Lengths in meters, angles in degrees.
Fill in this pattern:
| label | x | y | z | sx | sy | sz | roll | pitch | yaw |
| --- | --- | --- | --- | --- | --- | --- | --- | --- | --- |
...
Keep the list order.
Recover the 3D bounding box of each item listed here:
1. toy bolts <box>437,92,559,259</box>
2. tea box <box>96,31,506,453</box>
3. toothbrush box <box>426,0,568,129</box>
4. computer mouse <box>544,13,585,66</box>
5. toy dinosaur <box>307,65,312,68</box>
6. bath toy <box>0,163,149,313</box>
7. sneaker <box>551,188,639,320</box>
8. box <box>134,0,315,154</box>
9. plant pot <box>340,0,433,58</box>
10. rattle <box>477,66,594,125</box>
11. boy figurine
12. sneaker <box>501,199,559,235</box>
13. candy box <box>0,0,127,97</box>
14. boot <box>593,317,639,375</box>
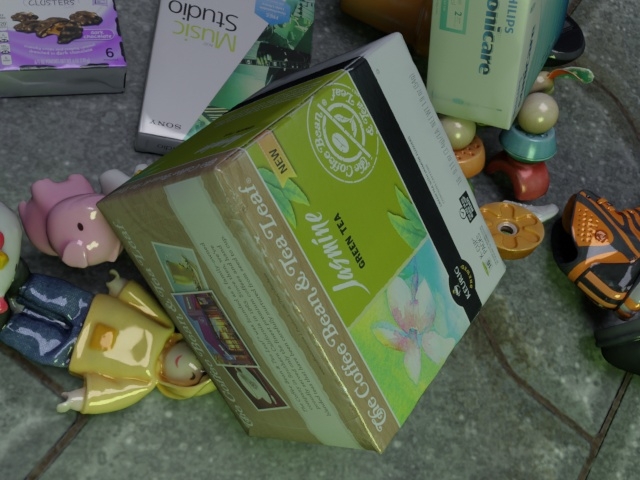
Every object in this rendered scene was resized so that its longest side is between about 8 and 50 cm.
| label | x | y | z | sx | sy | sz | roll | pitch | yaw |
| --- | --- | --- | --- | --- | --- | --- | --- | --- | --- |
| toy bolts | 0.271 | -0.111 | 1.047 | 0.228 | 0.158 | 0.218 | -26 | 52 | -28 |
| tea box | 0.000 | 0.000 | 0.816 | 0.323 | 0.220 | 0.329 | -45 | 115 | -38 |
| toothbrush box | 0.256 | -0.326 | 0.992 | 0.126 | 0.216 | 0.295 | 17 | 48 | 20 |
| computer mouse | 0.353 | -0.395 | 1.280 | 0.188 | 0.072 | 0.272 | -21 | 65 | -23 |
| toy dinosaur | 0.021 | -0.170 | 1.039 | 0.092 | 0.053 | 0.183 | -25 | 95 | -50 |
| bath toy | -0.258 | -0.015 | 0.819 | 0.348 | 0.151 | 0.129 | -18 | 77 | -44 |
| sneaker | 0.483 | -0.037 | 1.128 | 0.180 | 0.124 | 0.321 | 39 | 58 | 17 |
| box | -0.130 | -0.259 | 1.061 | 0.232 | 0.058 | 0.322 | 9 | 68 | -16 |
| plant pot | 0.137 | -0.404 | 1.145 | 0.188 | 0.205 | 0.205 | 15 | 64 | 4 |
| rattle | 0.313 | -0.270 | 1.130 | 0.130 | 0.200 | 0.142 | 0 | 75 | -21 |
| boy figurine | -0.244 | 0.125 | 0.850 | 0.285 | 0.092 | 0.177 | 23 | 60 | -5 |
| sneaker | 0.304 | -0.038 | 1.122 | 0.152 | 0.053 | 0.061 | -18 | 73 | -24 |
| candy box | -0.364 | -0.299 | 0.990 | 0.165 | 0.070 | 0.196 | -8 | 72 | -21 |
| boot | 0.602 | 0.323 | 1.039 | 0.367 | 0.146 | 0.445 | -1 | 74 | -17 |
